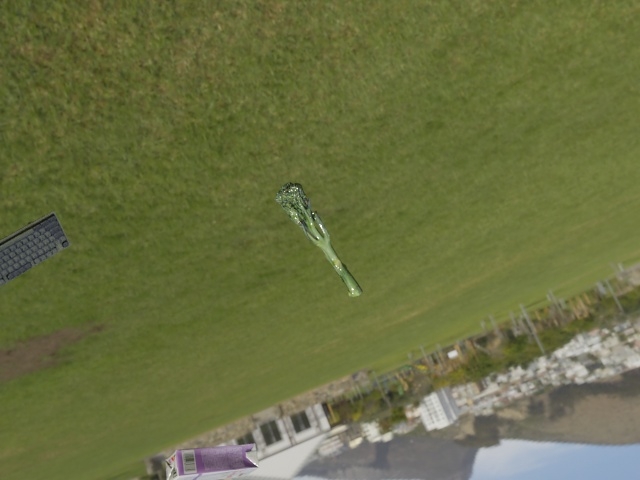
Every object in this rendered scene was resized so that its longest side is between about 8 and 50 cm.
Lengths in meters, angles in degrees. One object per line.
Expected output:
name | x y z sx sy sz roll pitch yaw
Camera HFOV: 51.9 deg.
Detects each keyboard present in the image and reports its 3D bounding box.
keyboard | -0.326 0.020 0.686 0.129 0.015 0.049 -36 140 -30

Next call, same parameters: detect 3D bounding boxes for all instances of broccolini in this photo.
broccolini | 0.000 0.000 0.681 0.030 0.140 0.035 -36 -164 -6

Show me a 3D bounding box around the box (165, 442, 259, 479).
box | -0.144 0.298 0.879 0.117 0.036 0.050 6 147 -34
